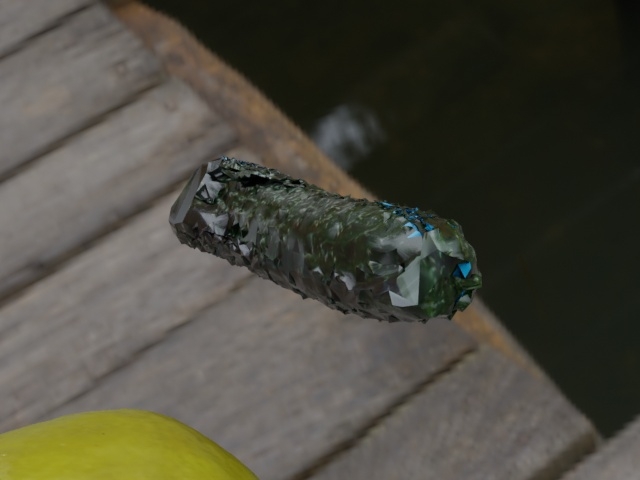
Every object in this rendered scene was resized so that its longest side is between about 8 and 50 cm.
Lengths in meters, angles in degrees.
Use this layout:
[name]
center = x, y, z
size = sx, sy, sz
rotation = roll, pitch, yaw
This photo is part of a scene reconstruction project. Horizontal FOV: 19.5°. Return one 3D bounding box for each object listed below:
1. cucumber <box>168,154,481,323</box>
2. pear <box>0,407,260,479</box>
[cucumber]
center = -0.001, 0.000, 0.679
size = 0.043, 0.044, 0.256
rotation = -55, 21, -7
[pear]
center = -0.059, 0.123, 0.444
size = 0.149, 0.149, 0.162
rotation = -15, 43, 5
